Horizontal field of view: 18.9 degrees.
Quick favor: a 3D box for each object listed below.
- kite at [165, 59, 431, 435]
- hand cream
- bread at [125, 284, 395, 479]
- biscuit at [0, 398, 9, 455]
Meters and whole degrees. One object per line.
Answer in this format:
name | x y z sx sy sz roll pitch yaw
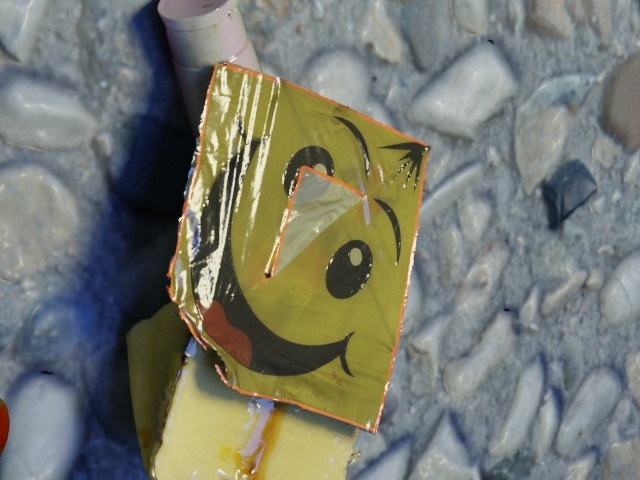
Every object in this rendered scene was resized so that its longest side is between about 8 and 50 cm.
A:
kite | -0.002 0.000 1.690 0.327 0.013 0.377 -42 117 -35
hand cream | -0.068 -0.087 1.714 0.111 0.070 0.312 -38 132 -28
bread | -0.041 0.150 1.698 0.240 0.135 0.178 16 54 -42
biscuit | -0.340 0.200 1.506 0.283 0.064 0.432 -47 136 -39
